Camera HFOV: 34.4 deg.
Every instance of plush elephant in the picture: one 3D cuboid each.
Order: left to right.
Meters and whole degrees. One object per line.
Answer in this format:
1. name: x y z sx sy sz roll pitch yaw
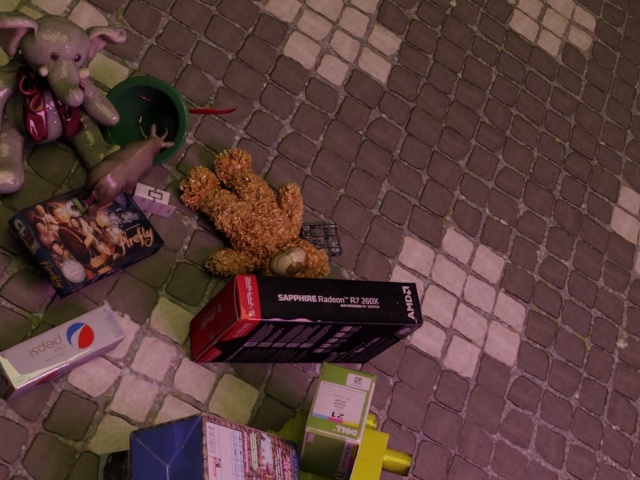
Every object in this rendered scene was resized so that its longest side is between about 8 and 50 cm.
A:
1. plush elephant: -0.477 -0.283 1.846 0.272 0.255 0.330 -7 69 -32

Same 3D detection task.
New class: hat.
1. hat: -0.307 -0.227 2.051 0.208 0.183 0.173 19 96 10

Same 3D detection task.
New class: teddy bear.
1. teddy bear: -0.124 -0.029 2.004 0.245 0.113 0.338 -14 73 -31

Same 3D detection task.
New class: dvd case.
1. dvd case: -0.328 0.403 1.687 0.013 0.087 0.119 36 47 -52

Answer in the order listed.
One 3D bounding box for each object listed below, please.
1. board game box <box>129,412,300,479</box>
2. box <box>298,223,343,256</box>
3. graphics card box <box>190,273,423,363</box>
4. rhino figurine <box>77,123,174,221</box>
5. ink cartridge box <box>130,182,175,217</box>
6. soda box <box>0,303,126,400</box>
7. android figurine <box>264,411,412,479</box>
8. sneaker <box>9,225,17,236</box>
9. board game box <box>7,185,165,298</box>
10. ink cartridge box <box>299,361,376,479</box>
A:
1. board game box: -0.157 0.424 1.646 0.291 0.141 0.232 34 44 -55
2. box: 0.000 0.000 2.113 0.083 0.018 0.067 -3 67 -30
3. graphics card box: -0.028 0.150 1.888 0.371 0.233 0.094 4 63 -26
4. rhino figurine: -0.343 -0.135 1.865 0.073 0.106 0.243 42 45 0
5. ink cartridge box: -0.318 -0.076 1.957 0.083 0.048 0.028 19 58 -21
6. soda box: -0.441 0.187 1.738 0.216 0.074 0.069 -25 79 -36
7. android figurine: 0.021 0.407 1.850 0.273 0.056 0.248 13 57 3
8. sneaker: -0.494 -0.023 1.840 0.119 0.047 0.057 21 51 -28
9. board game box: -0.410 -0.013 1.838 0.165 0.042 0.243 53 37 4
10. ink cartridge box: 0.012 0.362 1.732 0.097 0.189 0.255 15 57 4
